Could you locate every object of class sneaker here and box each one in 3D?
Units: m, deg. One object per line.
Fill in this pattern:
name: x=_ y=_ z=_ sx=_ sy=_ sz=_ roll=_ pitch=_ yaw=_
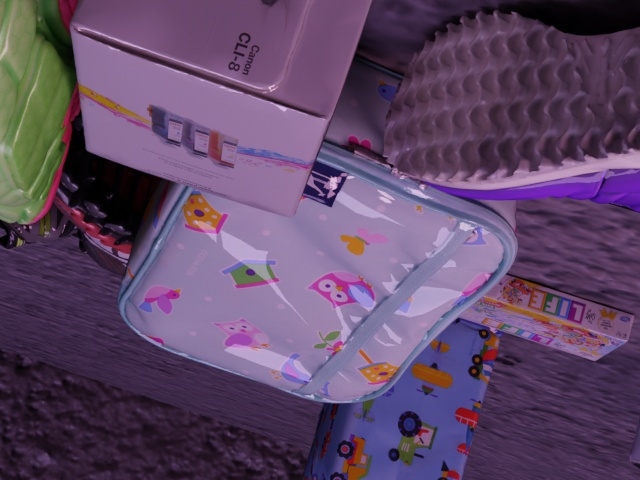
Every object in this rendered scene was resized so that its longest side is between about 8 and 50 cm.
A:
sneaker: x=-0.287 y=-0.020 z=1.360 sx=0.188 sy=0.078 sz=0.067 roll=21 pitch=165 yaw=-15
sneaker: x=0.169 y=-0.049 z=0.705 sx=0.293 sy=0.102 sz=0.146 roll=2 pitch=159 yaw=45
sneaker: x=-0.234 y=-0.116 z=0.777 sx=0.202 sy=0.185 sz=0.483 roll=17 pitch=164 yaw=-10
sneaker: x=-0.175 y=-0.029 z=1.166 sx=0.135 sy=0.097 sz=0.276 roll=5 pitch=161 yaw=33

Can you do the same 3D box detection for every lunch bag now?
lunch bag: x=0.000 y=0.000 z=0.908 sx=0.224 sy=0.107 sz=0.279 roll=24 pitch=142 yaw=-13
lunch bag: x=0.049 y=0.185 z=1.427 sx=0.138 sy=0.220 sz=0.293 roll=22 pitch=164 yaw=-14

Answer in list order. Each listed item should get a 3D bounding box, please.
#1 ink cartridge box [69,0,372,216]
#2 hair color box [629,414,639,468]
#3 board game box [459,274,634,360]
ink cartridge box: x=-0.045 y=-0.108 z=0.690 sx=0.127 sy=0.128 sz=0.176 roll=19 pitch=164 yaw=-3
hair color box: x=0.495 y=0.210 z=1.222 sx=0.375 sy=0.113 sz=0.185 roll=7 pitch=161 yaw=33
board game box: x=0.193 y=0.066 z=1.221 sx=0.154 sy=0.026 sz=0.103 roll=18 pitch=165 yaw=0
